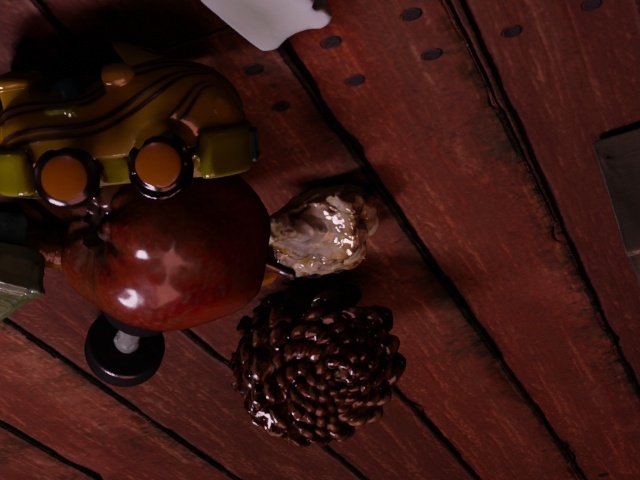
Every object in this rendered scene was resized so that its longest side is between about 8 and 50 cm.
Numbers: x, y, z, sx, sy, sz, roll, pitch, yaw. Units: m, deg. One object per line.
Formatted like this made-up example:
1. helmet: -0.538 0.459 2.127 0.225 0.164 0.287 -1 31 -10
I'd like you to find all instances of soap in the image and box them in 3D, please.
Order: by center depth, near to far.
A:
1. soap: -0.062 -0.255 1.254 0.066 0.198 0.119 -24 152 21

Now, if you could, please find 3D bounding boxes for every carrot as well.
1. carrot: -0.196 0.018 1.906 0.314 0.066 0.066 3 150 -27

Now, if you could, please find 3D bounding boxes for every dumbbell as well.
1. dumbbell: -0.226 0.098 2.016 0.100 0.100 0.191 -4 154 -17

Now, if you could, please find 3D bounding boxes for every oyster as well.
1. oyster: 0.000 0.000 1.916 0.191 0.081 0.163 -4 141 -32

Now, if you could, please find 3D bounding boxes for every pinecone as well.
1. pinecone: -0.019 0.153 2.119 0.221 0.221 0.221 -10 154 -5

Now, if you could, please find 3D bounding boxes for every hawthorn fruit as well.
1. hawthorn fruit: -0.137 0.006 1.739 0.248 0.208 0.208 18 142 -34

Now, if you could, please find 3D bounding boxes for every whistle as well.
1. whistle: -0.405 -0.016 1.774 0.186 0.039 0.039 2 151 -28

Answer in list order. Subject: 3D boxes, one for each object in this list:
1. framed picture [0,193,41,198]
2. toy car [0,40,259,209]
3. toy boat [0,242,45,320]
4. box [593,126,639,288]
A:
1. framed picture: -0.356 -0.067 1.624 0.183 0.011 0.142 4 -166 -29
2. toy car: -0.184 -0.113 1.539 0.248 0.142 0.200 -7 -171 -1
3. toy boat: -0.350 0.043 1.823 0.093 0.055 0.293 16 167 -14
4. box: 0.452 -0.062 1.932 0.231 0.155 0.149 -19 156 11
